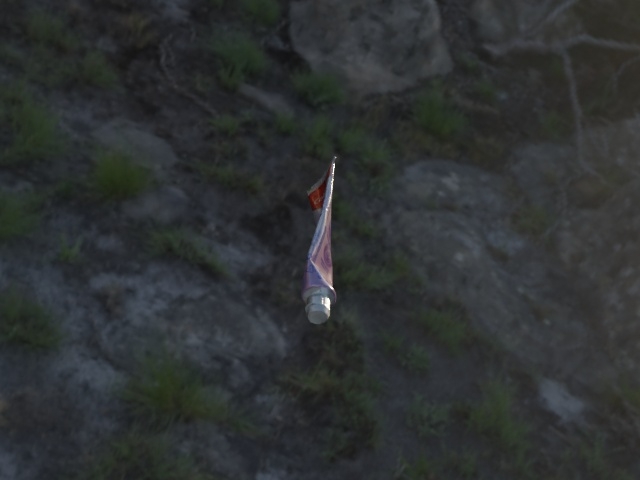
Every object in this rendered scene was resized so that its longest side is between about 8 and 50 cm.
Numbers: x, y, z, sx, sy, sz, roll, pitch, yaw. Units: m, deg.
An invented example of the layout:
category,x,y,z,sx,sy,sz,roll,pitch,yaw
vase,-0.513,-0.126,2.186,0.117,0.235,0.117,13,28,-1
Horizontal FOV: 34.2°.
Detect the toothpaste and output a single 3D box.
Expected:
category,x,y,z,sx,sy,sz,roll,pitch,yaw
toothpaste,0.000,0.000,1.486,0.048,0.075,0.301,4,43,-2
